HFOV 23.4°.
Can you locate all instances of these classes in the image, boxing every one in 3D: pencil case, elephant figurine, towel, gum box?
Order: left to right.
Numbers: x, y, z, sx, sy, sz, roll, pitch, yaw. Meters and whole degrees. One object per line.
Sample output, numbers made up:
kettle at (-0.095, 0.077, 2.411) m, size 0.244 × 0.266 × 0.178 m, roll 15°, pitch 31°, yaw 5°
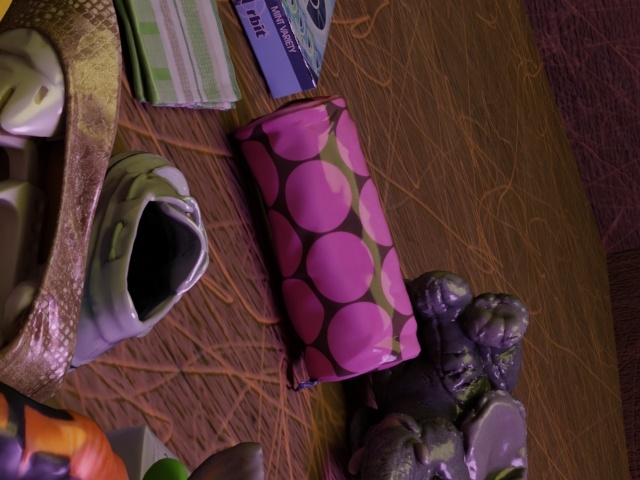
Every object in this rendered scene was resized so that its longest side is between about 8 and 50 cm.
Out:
towel at (-0.100, -0.141, 1.031) m, size 0.152 × 0.023 × 0.113 m, roll -14°, pitch 89°, yaw -72°
gum box at (-0.037, -0.230, 1.268) m, size 0.184 × 0.041 × 0.157 m, roll -81°, pitch 153°, yaw -54°
pencil case at (0.000, 0.000, 1.134) m, size 0.095 × 0.098 × 0.209 m, roll -18°, pitch 97°, yaw -29°
elephant figurine at (0.083, 0.159, 1.231) m, size 0.169 × 0.186 × 0.239 m, roll 136°, pitch -34°, yaw -58°

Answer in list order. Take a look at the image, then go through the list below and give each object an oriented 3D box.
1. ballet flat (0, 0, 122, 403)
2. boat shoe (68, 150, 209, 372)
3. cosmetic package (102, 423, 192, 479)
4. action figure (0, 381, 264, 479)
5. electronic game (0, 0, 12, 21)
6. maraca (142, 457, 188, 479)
ballet flat at (-0.132, -0.028, 0.679) m, size 0.067 × 0.073 × 0.206 m, roll 9°, pitch 84°, yaw -63°
boat shoe at (-0.094, 0.009, 0.827) m, size 0.226 × 0.076 × 0.083 m, roll -69°, pitch 143°, yaw -63°
cosmetic package at (-0.090, 0.214, 0.710) m, size 0.099 × 0.060 × 0.239 m, roll 59°, pitch 24°, yaw -49°
action figure at (-0.140, 0.091, 0.451) m, size 0.341 × 0.178 × 0.330 m, roll 54°, pitch 18°, yaw 10°
electronic game at (-0.194, -0.175, 0.683) m, size 0.229 × 0.048 × 0.229 m, roll -13°, pitch 90°, yaw -73°
maraca at (-0.074, 0.178, 0.597) m, size 0.099 × 0.127 × 0.185 m, roll 49°, pitch 33°, yaw -63°
